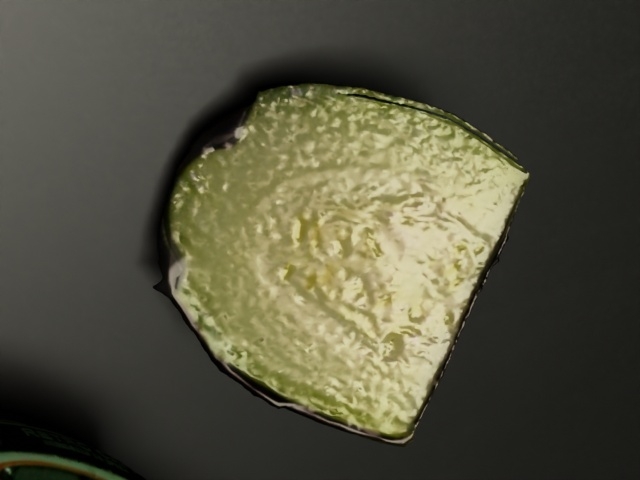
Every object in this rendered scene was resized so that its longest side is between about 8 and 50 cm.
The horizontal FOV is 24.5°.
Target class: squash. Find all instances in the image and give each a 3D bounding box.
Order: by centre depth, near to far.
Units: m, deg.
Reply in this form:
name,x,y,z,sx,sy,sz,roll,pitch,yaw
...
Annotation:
name,x,y,z,sx,sy,sz,roll,pitch,yaw
squash,0.004,-0.002,0.851,0.184,0.085,0.191,24,99,-1

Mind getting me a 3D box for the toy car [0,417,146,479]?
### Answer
name,x,y,z,sx,sy,sz,roll,pitch,yaw
toy car,-0.142,0.177,0.821,0.306,0.136,0.125,28,77,-31
